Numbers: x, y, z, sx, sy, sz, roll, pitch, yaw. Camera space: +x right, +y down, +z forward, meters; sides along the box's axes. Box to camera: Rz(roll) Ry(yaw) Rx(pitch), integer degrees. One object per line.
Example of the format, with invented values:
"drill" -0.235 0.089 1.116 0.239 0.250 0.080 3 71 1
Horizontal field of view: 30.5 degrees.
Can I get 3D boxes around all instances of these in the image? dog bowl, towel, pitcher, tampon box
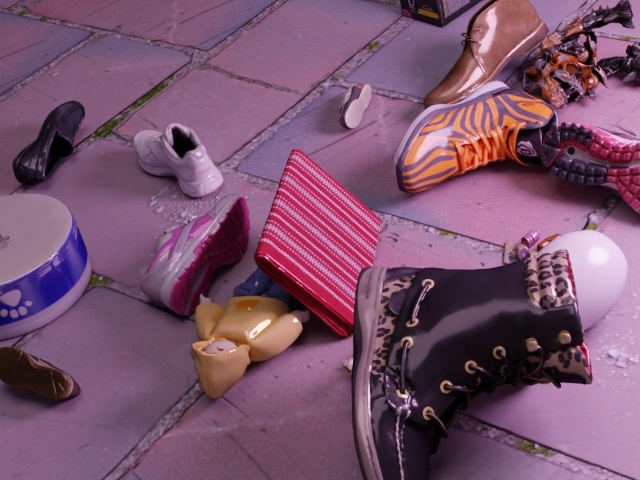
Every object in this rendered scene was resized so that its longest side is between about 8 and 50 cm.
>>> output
"dog bowl" -0.515 0.039 1.914 0.265 0.104 0.265 -8 37 6
"towel" 0.000 0.000 1.770 0.031 0.199 0.275 -36 23 34
"pitcher" 0.306 0.068 1.623 0.207 0.125 0.178 -40 50 -18
"tampon box" 0.260 -0.536 2.454 0.161 0.101 0.120 -35 42 -27

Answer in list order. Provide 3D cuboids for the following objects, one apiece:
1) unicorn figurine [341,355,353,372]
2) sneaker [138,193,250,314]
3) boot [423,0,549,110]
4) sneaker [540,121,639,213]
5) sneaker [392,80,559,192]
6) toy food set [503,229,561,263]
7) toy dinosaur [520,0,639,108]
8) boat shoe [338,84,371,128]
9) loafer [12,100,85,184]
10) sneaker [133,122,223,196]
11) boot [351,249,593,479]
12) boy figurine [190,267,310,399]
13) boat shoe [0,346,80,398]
"unicorn figurine" 0.107 0.165 1.604 0.111 0.060 0.162 -38 46 -24
"sneaker" -0.203 0.007 1.868 0.111 0.103 0.252 13 43 28
"boot" 0.281 -0.344 2.148 0.305 0.115 0.112 -43 23 -20
"sneaker" 0.498 -0.117 1.827 0.299 0.121 0.112 29 22 32
"sneaker" 0.274 -0.164 1.938 0.321 0.124 0.180 -37 42 -29
"toy food set" 0.340 0.010 1.777 0.122 0.019 0.078 -2 38 14
"toy dinosaur" 0.464 -0.342 2.111 0.218 0.164 0.322 -16 48 21
"boat shoe" 0.057 -0.249 2.178 0.043 0.049 0.137 0 36 22
"loafer" -0.502 -0.185 2.238 0.078 0.076 0.223 9 46 19
"sneaker" -0.263 -0.170 2.108 0.090 0.115 0.232 -36 42 -28
"boot" 0.189 0.174 1.442 0.284 0.138 0.377 -10 49 13
"boy figurine" -0.112 0.114 1.712 0.177 0.092 0.285 11 39 24
"boat shoe" -0.418 0.200 1.719 0.152 0.049 0.056 22 78 28
